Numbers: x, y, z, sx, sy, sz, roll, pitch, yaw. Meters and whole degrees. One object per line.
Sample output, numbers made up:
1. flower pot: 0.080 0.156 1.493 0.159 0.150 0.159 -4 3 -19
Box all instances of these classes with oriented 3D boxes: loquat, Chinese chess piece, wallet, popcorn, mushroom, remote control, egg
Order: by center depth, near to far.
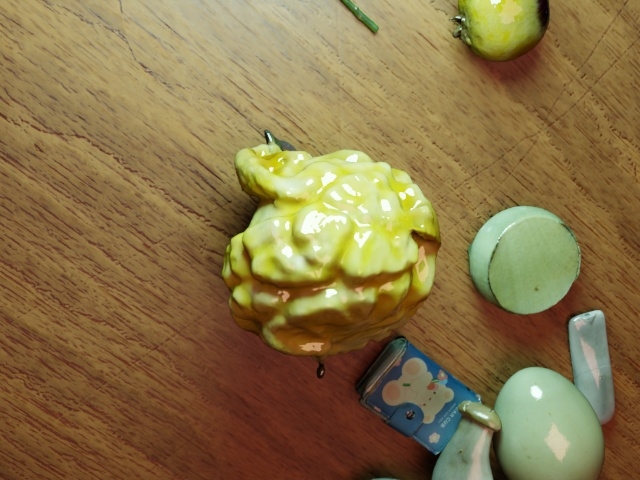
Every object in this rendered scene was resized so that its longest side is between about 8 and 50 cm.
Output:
1. popcorn: 0.000 0.000 1.218 0.349 0.349 0.381 -17 68 -8
2. loquat: 0.281 -0.352 1.262 0.163 0.137 0.163 -9 124 -13
3. Chinese chess piece: 0.348 0.034 1.403 0.188 0.083 0.188 -4 104 -15
4. mushroom: 0.253 0.387 1.414 0.093 0.116 0.225 7 91 -58
5. wallet: 0.168 0.273 1.429 0.202 0.059 0.141 39 90 -23
6. egg: 0.393 0.339 1.429 0.189 0.188 0.253 -22 103 -6
7. remote control: 0.506 0.241 1.505 0.073 0.044 0.229 -13 107 -6

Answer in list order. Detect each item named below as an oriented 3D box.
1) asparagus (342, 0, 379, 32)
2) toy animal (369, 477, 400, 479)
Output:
1. asparagus: 0.032 -0.382 1.264 0.016 0.016 0.163 -37 110 26
2. toy animal: 0.105 0.571 1.436 0.249 0.174 0.289 45 93 -6
